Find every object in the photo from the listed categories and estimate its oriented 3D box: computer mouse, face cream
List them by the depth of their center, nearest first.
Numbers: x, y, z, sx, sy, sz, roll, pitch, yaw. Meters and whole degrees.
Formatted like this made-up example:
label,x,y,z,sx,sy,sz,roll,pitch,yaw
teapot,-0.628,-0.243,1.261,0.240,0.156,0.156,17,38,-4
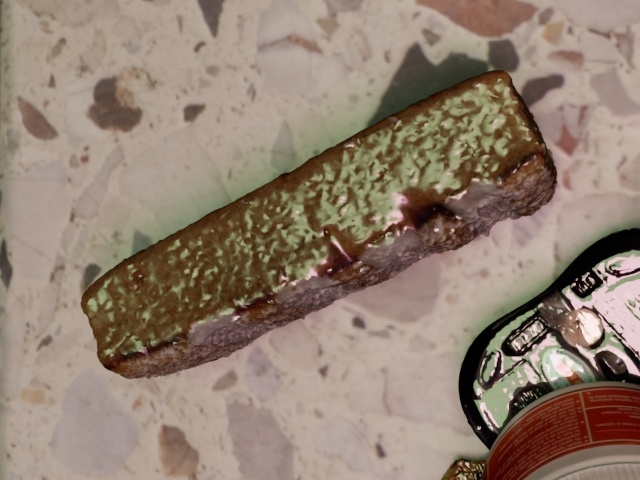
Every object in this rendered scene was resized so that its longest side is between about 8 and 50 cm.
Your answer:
label,x,y,z,sx,sy,sz,roll,pitch,yaw
face cream,0.214,0.223,0.752,0.201,0.187,0.201,2,104,8
computer mouse,0.224,0.092,0.875,0.233,0.096,0.137,-39,88,11

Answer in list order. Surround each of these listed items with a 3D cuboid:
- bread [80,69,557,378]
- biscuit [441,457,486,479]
label,x,y,z,sx,sy,sz,roll,pitch,yaw
bread,0.000,0.000,0.905,0.416,0.165,0.113,-27,78,16
biscuit,0.156,0.258,0.931,0.131,0.026,0.237,32,100,12
